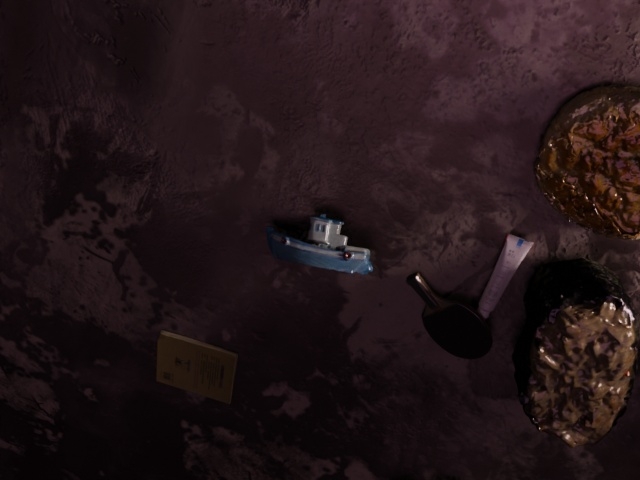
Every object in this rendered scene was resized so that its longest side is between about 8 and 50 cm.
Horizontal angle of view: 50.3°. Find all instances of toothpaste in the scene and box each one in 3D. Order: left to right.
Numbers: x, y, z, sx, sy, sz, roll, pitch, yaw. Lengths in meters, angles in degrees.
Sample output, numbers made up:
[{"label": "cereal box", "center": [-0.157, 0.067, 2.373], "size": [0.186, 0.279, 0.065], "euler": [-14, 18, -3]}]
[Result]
[{"label": "toothpaste", "center": [0.332, 0.071, 1.263], "size": [0.048, 0.031, 0.190], "euler": [20, 123, 4]}]

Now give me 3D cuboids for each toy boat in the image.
[{"label": "toy boat", "center": [0.000, 0.000, 1.295], "size": [0.215, 0.088, 0.102], "euler": [10, 89, 11]}]

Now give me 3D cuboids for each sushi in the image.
[{"label": "sushi", "center": [0.457, 0.205, 1.224], "size": [0.210, 0.171, 0.350], "euler": [3, 123, 13]}]

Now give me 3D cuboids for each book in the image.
[{"label": "book", "center": [-0.294, 0.300, 1.601], "size": [0.192, 0.013, 0.168], "euler": [16, 125, 6]}]

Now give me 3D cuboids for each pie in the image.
[{"label": "pie", "center": [0.480, -0.122, 1.081], "size": [0.274, 0.055, 0.274], "euler": [11, 124, 16]}]

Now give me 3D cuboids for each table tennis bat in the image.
[{"label": "table tennis bat", "center": [0.246, 0.149, 1.329], "size": [0.220, 0.019, 0.130], "euler": [49, 135, -11]}]
